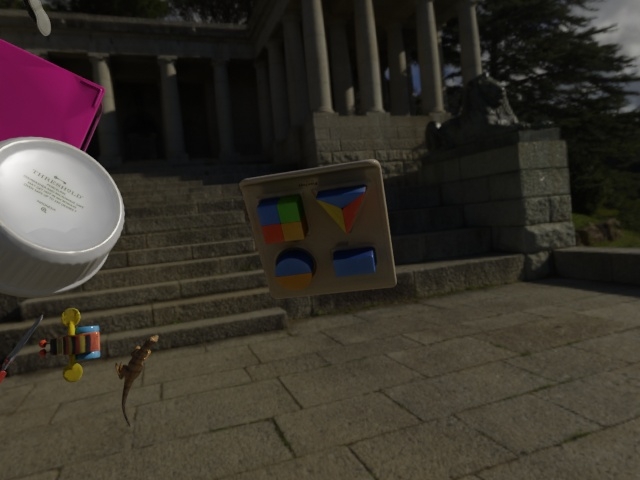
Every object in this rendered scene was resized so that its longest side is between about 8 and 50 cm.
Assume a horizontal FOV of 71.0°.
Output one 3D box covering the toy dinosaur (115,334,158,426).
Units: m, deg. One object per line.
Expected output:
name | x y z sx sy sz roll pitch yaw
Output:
toy dinosaur | -0.465 0.328 1.097 0.064 0.211 0.112 24 -16 -29

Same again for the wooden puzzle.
wooden puzzle | 0.000 0.000 1.045 0.322 0.348 0.080 -7 29 10

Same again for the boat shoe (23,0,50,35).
boat shoe | -0.887 -0.705 1.398 0.038 0.046 0.125 20 -35 13

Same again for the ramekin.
ramekin | -0.467 -0.049 0.757 0.127 0.273 0.273 -28 -11 35

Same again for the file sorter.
file sorter | -0.648 -0.281 0.961 0.291 0.202 0.182 23 -9 -23

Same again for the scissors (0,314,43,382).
scissors | -0.774 0.304 1.092 0.109 0.297 0.021 13 -16 44

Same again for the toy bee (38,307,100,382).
toy bee | -0.729 0.316 1.306 0.162 0.195 0.298 -3 -31 -27
